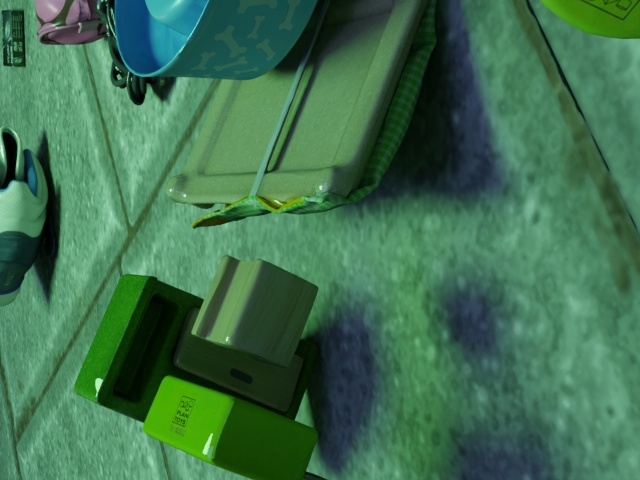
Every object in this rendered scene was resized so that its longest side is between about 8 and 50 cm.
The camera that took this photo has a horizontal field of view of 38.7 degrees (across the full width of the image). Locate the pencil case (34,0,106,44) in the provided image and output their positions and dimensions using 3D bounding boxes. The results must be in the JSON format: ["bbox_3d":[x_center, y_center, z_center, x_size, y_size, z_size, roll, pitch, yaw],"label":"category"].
[{"bbox_3d":[-0.266,-0.315,0.967,0.098,0.095,0.209,1,98,44],"label":"pencil case"}]

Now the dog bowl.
[{"bbox_3d":[-0.040,-0.234,0.546,0.166,0.074,0.297,32,106,55],"label":"dog bowl"}]

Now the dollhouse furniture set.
[{"bbox_3d":[0.000,0.000,0.583,0.198,0.151,0.301,3,69,53],"label":"dollhouse furniture set"}]

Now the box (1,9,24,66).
[{"bbox_3d":[-0.460,-0.302,1.364,0.067,0.018,0.083,22,113,57],"label":"box"}]

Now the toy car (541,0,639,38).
[{"bbox_3d":[0.131,-0.153,0.286,0.136,0.159,0.182,-75,10,-45],"label":"toy car"}]

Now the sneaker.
[{"bbox_3d":[-0.474,-0.083,1.338,0.236,0.130,0.322,-64,37,27],"label":"sneaker"}]

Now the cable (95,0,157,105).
[{"bbox_3d":[-0.168,-0.221,0.864,0.151,0.047,0.184,1,93,55],"label":"cable"}]
